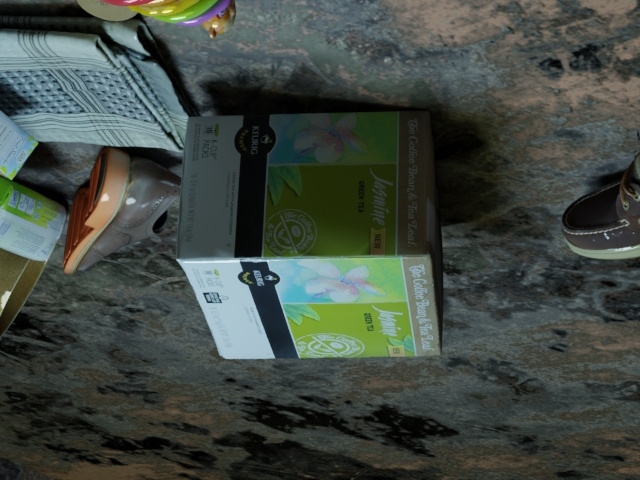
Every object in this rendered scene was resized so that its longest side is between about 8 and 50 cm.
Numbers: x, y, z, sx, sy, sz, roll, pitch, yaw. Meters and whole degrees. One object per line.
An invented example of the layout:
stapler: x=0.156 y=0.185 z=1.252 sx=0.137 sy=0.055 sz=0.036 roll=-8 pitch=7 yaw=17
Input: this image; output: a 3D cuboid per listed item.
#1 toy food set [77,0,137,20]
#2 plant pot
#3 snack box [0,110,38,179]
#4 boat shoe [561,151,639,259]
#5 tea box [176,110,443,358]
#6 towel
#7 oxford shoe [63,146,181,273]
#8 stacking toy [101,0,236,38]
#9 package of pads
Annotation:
toy food set: x=-0.256 y=-0.291 z=1.806 sx=0.082 sy=0.020 sz=0.083 roll=8 pitch=156 yaw=11
plant pot: x=-0.567 y=-0.003 z=2.385 sx=0.254 sy=0.237 sz=0.237 roll=30 pitch=155 yaw=-3
snack box: x=-0.502 y=-0.179 z=2.017 sx=0.174 sy=0.070 sz=0.207 roll=21 pitch=164 yaw=48
boat shoe: x=0.426 y=-0.071 z=1.867 sx=0.342 sy=0.123 sz=0.123 roll=-14 pitch=131 yaw=46
tea box: x=0.000 y=0.000 z=2.034 sx=0.323 sy=0.220 sz=0.329 roll=-2 pitch=154 yaw=7
towel: x=-0.334 y=-0.199 z=2.005 sx=0.324 sy=0.056 sz=0.312 roll=4 pitch=155 yaw=17
oxford shoe: x=-0.308 y=-0.023 z=2.302 sx=0.132 sy=0.130 sz=0.363 roll=12 pitch=159 yaw=-18
stacking toy: x=-0.155 y=-0.291 z=1.629 sx=0.165 sy=0.175 sz=0.302 roll=6 pitch=167 yaw=21
package of pads: x=-0.537 y=-0.072 z=2.187 sx=0.296 sy=0.101 sz=0.229 roll=23 pitch=177 yaw=15
